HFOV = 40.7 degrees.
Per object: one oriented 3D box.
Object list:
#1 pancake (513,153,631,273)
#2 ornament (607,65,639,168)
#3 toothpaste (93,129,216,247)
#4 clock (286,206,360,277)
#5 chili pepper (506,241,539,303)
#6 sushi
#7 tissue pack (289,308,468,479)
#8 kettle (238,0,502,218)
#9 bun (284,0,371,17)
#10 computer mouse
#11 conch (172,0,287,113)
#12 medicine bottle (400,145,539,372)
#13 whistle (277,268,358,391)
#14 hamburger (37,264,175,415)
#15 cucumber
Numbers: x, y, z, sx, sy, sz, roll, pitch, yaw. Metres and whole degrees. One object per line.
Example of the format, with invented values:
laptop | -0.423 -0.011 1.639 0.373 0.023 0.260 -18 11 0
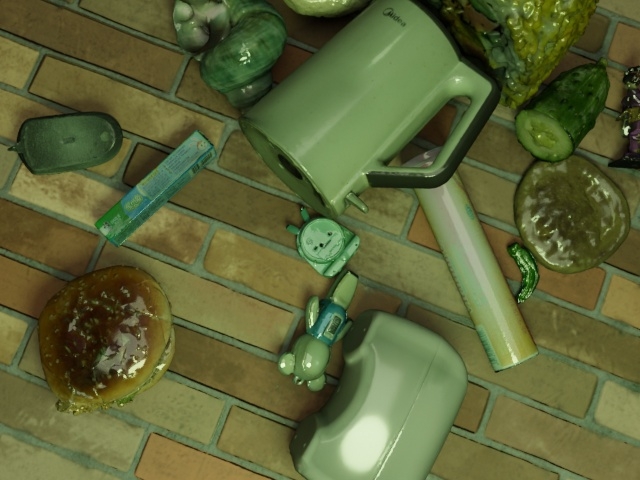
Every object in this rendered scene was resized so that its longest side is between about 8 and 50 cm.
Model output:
pancake | 0.491 -0.055 1.674 0.241 0.050 0.242 0 82 -2
ornament | 0.616 -0.238 1.696 0.088 0.081 0.203 2 78 -3
toothpaste | -0.311 -0.099 1.646 0.266 0.065 0.050 -44 85 -8
clock | 0.000 0.000 1.652 0.135 0.041 0.101 38 81 4
chili pepper | 0.392 0.060 1.662 0.055 0.035 0.118 -7 90 9
sushi | 0.309 -0.457 1.567 0.351 0.396 0.240 42 86 13
tissue pack | 0.115 0.305 1.510 0.236 0.229 0.333 29 81 -6
kettle | 0.102 -0.226 1.568 0.377 0.250 0.361 -45 63 -9
bun | 0.013 -0.534 1.696 0.220 0.134 0.220 1 81 -9
computer mouse | -0.482 -0.187 1.656 0.229 0.068 0.113 -6 94 8
conch | -0.166 -0.372 1.652 0.220 0.195 0.277 -14 105 16
medicine bottle | 0.282 0.035 1.630 0.108 0.108 0.426 -22 84 -5
whistle | 0.004 0.162 1.612 0.114 0.077 0.236 34 73 -26
hamburger | -0.393 0.178 1.564 0.243 0.146 0.286 29 82 10
cucumber | 0.488 -0.270 1.671 0.134 0.134 0.244 41 69 5
